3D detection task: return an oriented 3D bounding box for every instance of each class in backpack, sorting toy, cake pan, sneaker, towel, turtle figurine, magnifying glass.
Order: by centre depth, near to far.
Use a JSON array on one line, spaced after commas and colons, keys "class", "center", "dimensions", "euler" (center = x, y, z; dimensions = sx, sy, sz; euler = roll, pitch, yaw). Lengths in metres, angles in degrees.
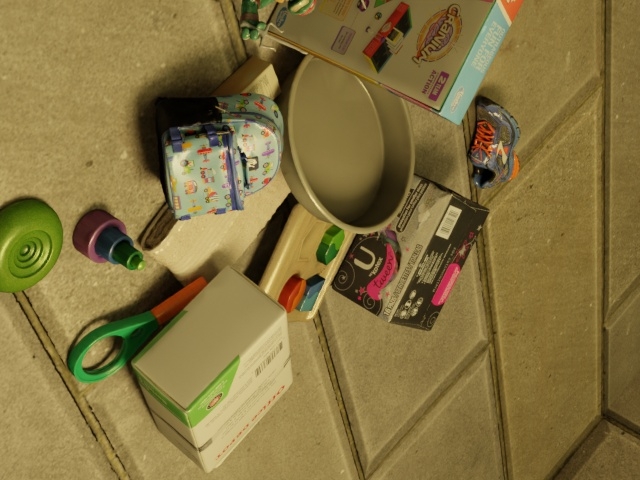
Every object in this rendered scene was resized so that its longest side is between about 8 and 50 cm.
[{"class": "sorting toy", "center": [-0.355, 0.033, 1.545], "dimensions": [0.366, 0.126, 0.127], "euler": [-11, 124, -50]}, {"class": "turtle figurine", "center": [-0.056, -0.340, 1.643], "dimensions": [0.175, 0.118, 0.234], "euler": [-47, 133, 6]}, {"class": "backpack", "center": [-0.127, -0.115, 1.694], "dimensions": [0.173, 0.117, 0.158], "euler": [-8, 128, -12]}, {"class": "magnifying glass", "center": [-0.258, 0.124, 1.814], "dimensions": [0.231, 0.026, 0.092], "euler": [-33, 144, -17]}, {"class": "towel", "center": [-0.131, -0.058, 1.856], "dimensions": [0.282, 0.049, 0.187], "euler": [-54, 147, -9]}, {"class": "cake pan", "center": [0.034, -0.153, 1.889], "dimensions": [0.293, 0.054, 0.293], "euler": [9, 77, -49]}, {"class": "sorting toy", "center": [0.000, 0.000, 2.061], "dimensions": [0.307, 0.041, 0.229], "euler": [-65, 158, 7]}, {"class": "sneaker", "center": [0.319, -0.175, 2.364], "dimensions": [0.087, 0.083, 0.221], "euler": [-38, 139, -19]}]

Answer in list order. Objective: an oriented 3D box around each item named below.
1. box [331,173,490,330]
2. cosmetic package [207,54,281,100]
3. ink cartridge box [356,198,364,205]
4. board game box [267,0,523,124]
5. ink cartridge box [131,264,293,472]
[{"class": "box", "center": [0.157, 0.014, 2.231], "dimensions": [0.163, 0.142, 0.247], "euler": [17, 100, -56]}, {"class": "cosmetic package", "center": [-0.112, -0.198, 1.775], "dimensions": [0.115, 0.041, 0.060], "euler": [-46, 144, -22]}, {"class": "ink cartridge box", "center": [0.005, -0.083, 1.960], "dimensions": [0.063, 0.115, 0.029], "euler": [-40, 149, -30]}, {"class": "board game box", "center": [0.105, -0.327, 1.712], "dimensions": [0.064, 0.316, 0.242], "euler": [18, 101, -58]}, {"class": "ink cartridge box", "center": [-0.155, 0.201, 1.906], "dimensions": [0.211, 0.121, 0.289], "euler": [-46, 161, -20]}]
